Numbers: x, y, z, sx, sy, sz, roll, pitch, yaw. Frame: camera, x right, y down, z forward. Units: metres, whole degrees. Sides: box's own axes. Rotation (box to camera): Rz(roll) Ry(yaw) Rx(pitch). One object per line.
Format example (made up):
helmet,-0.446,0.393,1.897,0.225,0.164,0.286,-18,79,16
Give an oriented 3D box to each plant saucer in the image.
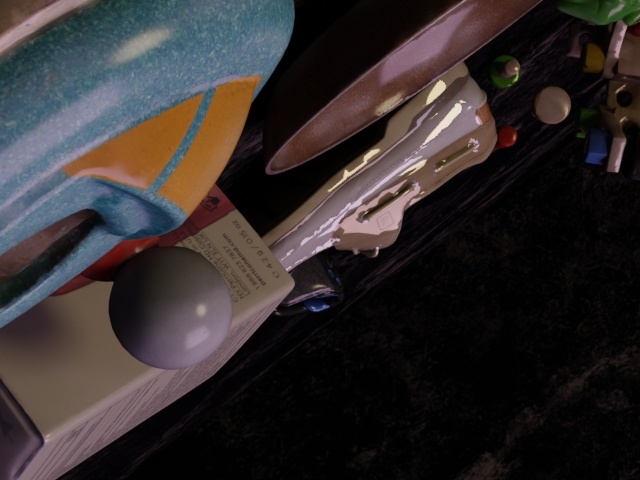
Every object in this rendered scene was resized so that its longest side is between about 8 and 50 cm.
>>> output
plant saucer,0.076,-0.153,0.874,0.311,0.050,0.310,-36,177,-2

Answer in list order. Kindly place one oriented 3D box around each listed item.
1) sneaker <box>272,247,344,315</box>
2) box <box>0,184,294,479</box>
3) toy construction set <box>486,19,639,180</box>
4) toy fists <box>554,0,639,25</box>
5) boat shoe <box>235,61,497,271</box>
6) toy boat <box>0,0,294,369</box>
sneaker,0.000,0.000,1.189,0.217,0.121,0.079,-34,171,-32
box,-0.158,0.062,0.833,0.232,0.127,0.148,-30,168,-44
toy construction set,0.323,-0.178,1.438,0.309,0.257,0.237,-19,-177,-2
toy fists,0.334,-0.292,1.194,0.279,0.096,0.142,-35,172,-33
boat shoe,0.027,-0.035,1.078,0.302,0.103,0.113,-39,-155,1
toy boat,-0.108,-0.019,0.555,0.267,0.148,0.318,-39,171,-5
